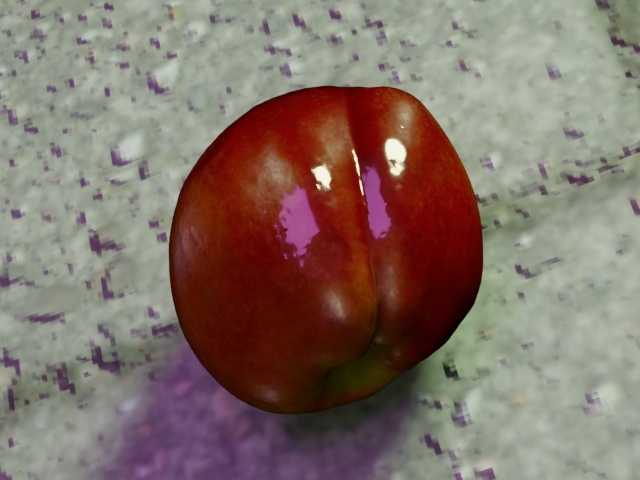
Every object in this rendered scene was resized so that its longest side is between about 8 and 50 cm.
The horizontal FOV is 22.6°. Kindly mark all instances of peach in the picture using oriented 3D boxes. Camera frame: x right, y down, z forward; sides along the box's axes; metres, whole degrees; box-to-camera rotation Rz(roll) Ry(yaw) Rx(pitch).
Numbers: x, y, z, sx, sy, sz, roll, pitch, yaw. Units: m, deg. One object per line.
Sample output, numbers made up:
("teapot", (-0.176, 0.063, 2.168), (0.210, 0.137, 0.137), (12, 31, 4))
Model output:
("peach", (-0.001, -0.001, 0.488), (0.101, 0.100, 0.100), (-10, 59, 18))
